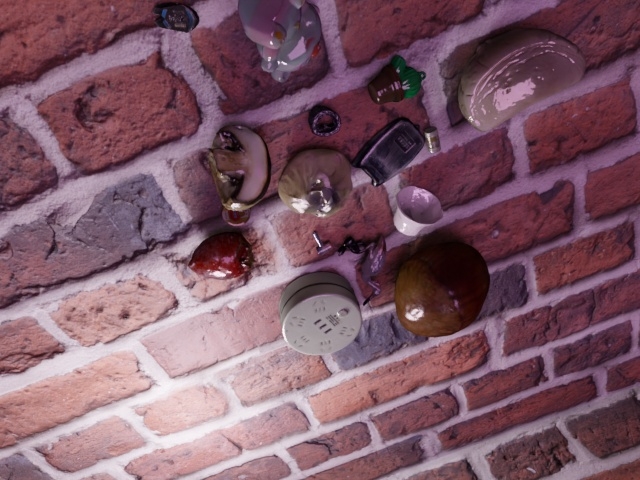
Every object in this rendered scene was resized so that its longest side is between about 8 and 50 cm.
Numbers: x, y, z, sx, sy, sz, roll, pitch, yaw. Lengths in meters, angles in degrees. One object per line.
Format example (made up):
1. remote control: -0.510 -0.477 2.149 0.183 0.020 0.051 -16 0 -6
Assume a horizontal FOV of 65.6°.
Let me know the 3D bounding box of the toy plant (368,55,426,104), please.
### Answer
1. toy plant: 0.251 -0.521 1.613 0.200 0.105 0.143 -30 111 -12

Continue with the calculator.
1. calculator: 0.253 -0.318 1.784 0.268 0.040 0.177 -44 122 13

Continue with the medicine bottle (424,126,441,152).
1. medicine bottle: 0.401 -0.359 1.777 0.047 0.047 0.083 -20 124 2

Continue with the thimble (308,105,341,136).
1. thimble: 0.014 -0.401 1.662 0.104 0.066 0.095 -13 126 -6

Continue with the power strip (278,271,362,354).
1. power strip: -0.010 0.314 2.068 0.357 0.161 0.358 -5 124 -8

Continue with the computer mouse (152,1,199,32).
1. computer mouse: -0.413 -0.643 1.427 0.134 0.047 0.079 1 130 1

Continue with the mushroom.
1. mushroom: -0.272 -0.236 1.658 0.189 0.164 0.267 -22 92 -25

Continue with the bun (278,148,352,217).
1. bun: -0.010 -0.194 1.735 0.272 0.168 0.273 -3 130 -4

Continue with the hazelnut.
1. hazelnut: 0.491 0.194 1.995 0.420 0.352 0.421 -32 138 -33

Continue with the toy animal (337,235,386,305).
1. toy animal: 0.202 0.101 2.015 0.195 0.090 0.324 -22 116 11

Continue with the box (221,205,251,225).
1. box: -0.306 -0.105 1.809 0.105 0.037 0.106 -6 124 -8

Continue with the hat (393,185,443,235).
1. hat: 0.350 -0.097 1.879 0.203 0.203 0.126 10 140 -17

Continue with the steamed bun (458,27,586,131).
1. steamed bun: 0.613 -0.539 1.585 0.383 0.247 0.236 -30 113 15

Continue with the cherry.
1. cherry: -0.369 0.063 1.822 0.249 0.192 0.175 -16 90 7

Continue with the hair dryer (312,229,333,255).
1. hair dryer: 0.000 0.000 1.944 0.063 0.037 0.114 -27 117 5

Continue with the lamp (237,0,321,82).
1. lamp: -0.125 -0.600 1.385 0.247 0.301 0.247 26 96 15
